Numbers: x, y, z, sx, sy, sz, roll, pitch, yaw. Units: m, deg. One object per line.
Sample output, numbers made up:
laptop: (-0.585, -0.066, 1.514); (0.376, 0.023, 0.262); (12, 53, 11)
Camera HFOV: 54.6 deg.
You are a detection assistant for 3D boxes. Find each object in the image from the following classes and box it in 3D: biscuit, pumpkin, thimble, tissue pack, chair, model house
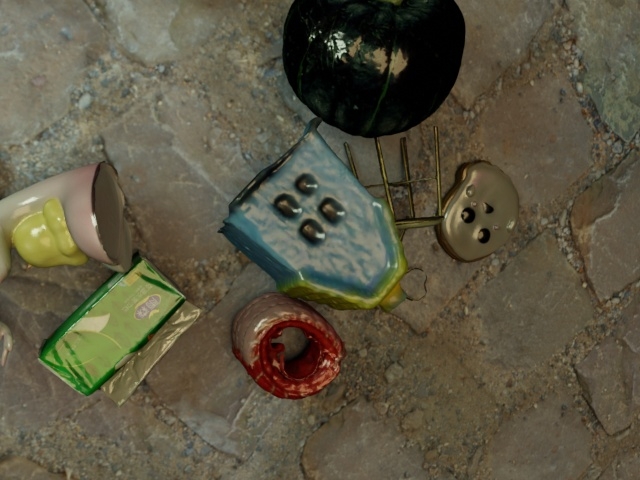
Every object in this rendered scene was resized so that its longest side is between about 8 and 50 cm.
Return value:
biscuit: (0.328, -0.053, 1.269); (0.181, 0.049, 0.208); (34, 82, -21)
pumpkin: (0.083, -0.303, 1.026); (0.315, 0.238, 0.315); (10, 52, -13)
thimble: (-0.062, 0.187, 1.102); (0.189, 0.125, 0.163); (30, 88, -22)
tissue pack: (-0.308, 0.141, 0.984); (0.209, 0.148, 0.156); (-47, 109, -10)
chair: (0.148, -0.034, 1.145); (0.159, 0.170, 0.326); (-8, 93, -22)
model house: (0.000, 0.000, 1.007); (0.215, 0.237, 0.303); (-42, 93, -14)

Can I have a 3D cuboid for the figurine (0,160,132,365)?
figurine: (-0.431, 0.043, 0.857); (0.315, 0.206, 0.284); (-15, 75, 1)
